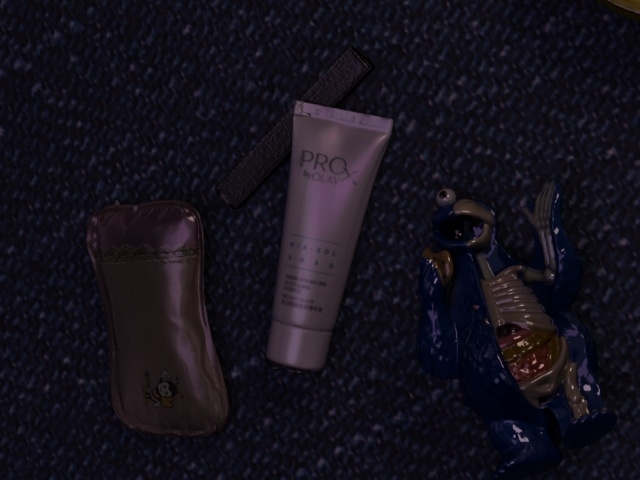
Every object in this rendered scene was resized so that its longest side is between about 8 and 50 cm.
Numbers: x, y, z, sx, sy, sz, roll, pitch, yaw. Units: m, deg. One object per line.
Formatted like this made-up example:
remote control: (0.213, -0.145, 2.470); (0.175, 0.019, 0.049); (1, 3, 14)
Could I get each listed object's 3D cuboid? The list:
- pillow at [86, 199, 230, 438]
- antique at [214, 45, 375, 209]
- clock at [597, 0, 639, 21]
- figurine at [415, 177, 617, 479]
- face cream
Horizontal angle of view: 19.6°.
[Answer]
pillow: (-0.156, 0.075, 1.759); (0.131, 0.038, 0.232); (-3, 99, 22)
antique: (-0.025, -0.103, 1.702); (0.192, 0.015, 0.031); (-45, 81, 18)
clock: (0.314, -0.313, 1.526); (0.293, 0.071, 0.277); (-30, 78, 9)
figurine: (0.166, 0.076, 1.615); (0.164, 0.121, 0.262); (-15, 77, 21)
face cream: (0.000, 0.000, 1.688); (0.092, 0.058, 0.243); (11, 97, 6)
